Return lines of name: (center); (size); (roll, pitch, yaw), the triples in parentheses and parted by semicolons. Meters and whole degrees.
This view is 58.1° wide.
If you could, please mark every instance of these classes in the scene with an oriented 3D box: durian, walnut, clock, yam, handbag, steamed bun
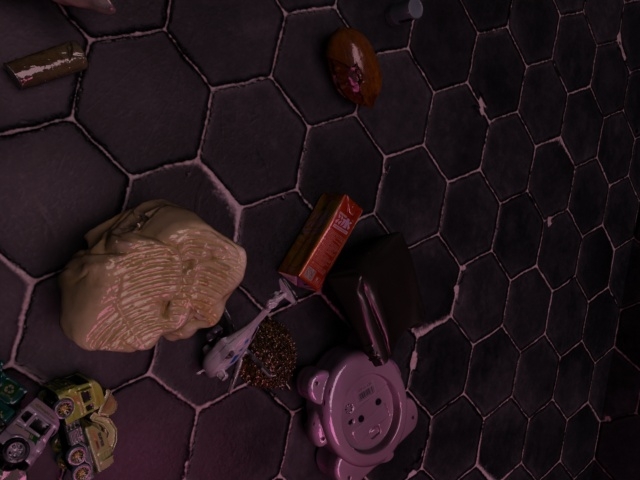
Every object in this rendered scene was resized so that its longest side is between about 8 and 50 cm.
durian: (-0.101, 0.267, 1.278); (0.148, 0.091, 0.188); (-38, 117, -28)
walnut: (0.081, -0.399, 1.346); (0.116, 0.116, 0.207); (-47, 126, -24)
clock: (0.089, 0.402, 1.420); (0.296, 0.113, 0.322); (-32, 111, -30)
yam: (-0.462, -0.299, 0.982); (0.132, 0.054, 0.054); (-32, 112, -29)
handbag: (0.146, 0.134, 1.373); (0.285, 0.113, 0.257); (-34, 103, -54)
steamed bun: (-0.316, 0.063, 1.040); (0.289, 0.203, 0.276); (-54, 132, -4)

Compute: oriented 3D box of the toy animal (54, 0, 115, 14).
toy animal: (-0.446, -0.462, 0.852); (0.266, 0.188, 0.308); (-21, 150, -3)

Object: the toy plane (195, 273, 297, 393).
toy plane: (-0.152, 0.199, 1.161); (0.107, 0.273, 0.182); (-9, 74, -53)

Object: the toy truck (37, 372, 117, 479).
toy truck: (-0.426, 0.334, 1.049); (0.116, 0.085, 0.191); (-22, 108, -43)

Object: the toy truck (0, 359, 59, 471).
toy truck: (-0.527, 0.268, 0.929); (0.216, 0.110, 0.116); (40, 49, -7)

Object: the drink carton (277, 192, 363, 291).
drink carton: (0.000, 0.000, 1.324); (0.071, 0.096, 0.223); (40, 71, -32)

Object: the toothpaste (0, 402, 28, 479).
toothpaste: (-0.541, 0.386, 0.992); (0.078, 0.047, 0.247); (-8, 96, -28)

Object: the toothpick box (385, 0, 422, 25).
toothpick box: (0.207, -0.567, 1.431); (0.052, 0.083, 0.052); (-4, 96, -36)
